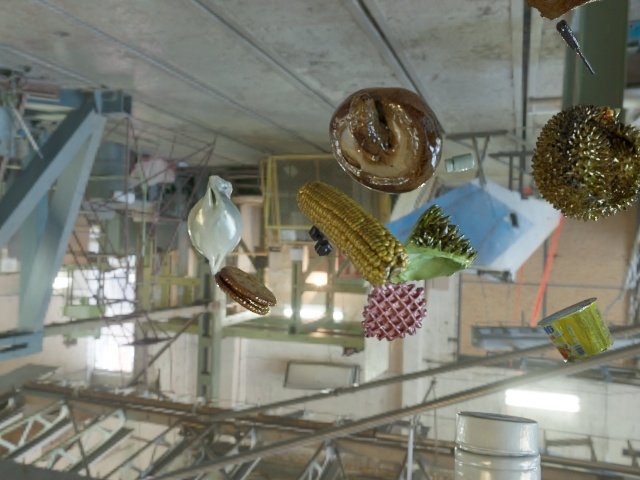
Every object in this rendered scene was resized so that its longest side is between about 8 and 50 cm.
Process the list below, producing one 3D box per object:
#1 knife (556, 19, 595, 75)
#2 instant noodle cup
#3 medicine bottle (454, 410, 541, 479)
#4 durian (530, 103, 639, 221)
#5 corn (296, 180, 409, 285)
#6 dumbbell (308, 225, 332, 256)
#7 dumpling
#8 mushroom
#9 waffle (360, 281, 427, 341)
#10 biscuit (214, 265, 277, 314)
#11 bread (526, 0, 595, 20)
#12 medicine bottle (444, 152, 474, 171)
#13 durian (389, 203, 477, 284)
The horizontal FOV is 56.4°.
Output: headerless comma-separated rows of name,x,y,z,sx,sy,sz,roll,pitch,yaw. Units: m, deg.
knife,0.694,-0.516,1.606,0.028,0.060,0.230,-26,135,36
instant noodle cup,0.818,0.289,1.896,0.205,0.153,0.205,-26,169,-6
medicine bottle,0.400,0.561,1.351,0.189,0.332,0.190,1,171,0
durian,0.619,-0.188,1.409,0.258,0.293,0.258,-7,175,-1
corn,0.056,-0.029,1.180,0.102,0.102,0.313,2,-145,-43
dumbbell,0.000,0.000,1.336,0.036,0.040,0.083,-30,-143,7
dumpling,-0.234,-0.041,1.364,0.124,0.229,0.151,9,-162,2
mushroom,0.191,-0.287,1.706,0.239,0.345,0.345,-32,-170,-16
waffle,0.249,0.236,1.979,0.234,0.221,0.055,6,-165,-19
biscuit,-0.243,0.158,1.940,0.220,0.066,0.220,36,-174,-5
bread,0.522,-0.629,1.199,0.314,0.192,0.370,30,170,-21
medicine bottle,0.418,-0.234,1.800,0.083,0.047,0.047,-11,178,6
durian,0.259,0.048,1.448,0.163,0.198,0.394,45,168,12
